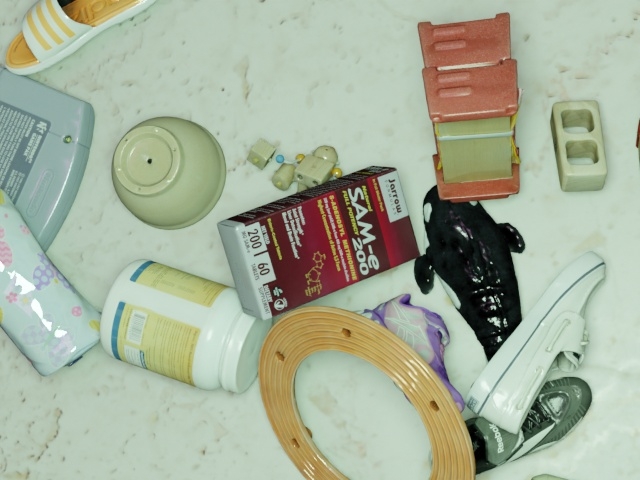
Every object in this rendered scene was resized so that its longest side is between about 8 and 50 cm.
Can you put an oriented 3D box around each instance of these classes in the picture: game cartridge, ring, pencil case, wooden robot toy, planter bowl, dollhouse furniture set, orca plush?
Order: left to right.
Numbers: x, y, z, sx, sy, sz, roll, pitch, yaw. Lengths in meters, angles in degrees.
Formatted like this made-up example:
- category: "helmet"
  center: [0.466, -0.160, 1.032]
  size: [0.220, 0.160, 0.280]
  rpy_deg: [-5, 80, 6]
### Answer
- category: "game cartridge"
  center: [-0.452, -0.090, 1.893]
  size: [0.196, 0.060, 0.294]
  rpy_deg: [24, 88, 19]
- category: "pencil case"
  center: [-0.411, 0.057, 1.793]
  size: [0.124, 0.113, 0.273]
  rpy_deg: [-40, 97, -17]
- category: "planter bowl"
  center: [-0.224, -0.102, 1.812]
  size: [0.162, 0.109, 0.162]
  rpy_deg: [-2, 82, 13]
- category: "wooden robot toy"
  center: [-0.010, -0.099, 1.798]
  size: [0.173, 0.076, 0.079]
  rpy_deg: [23, 53, 15]
- category: "ring"
  center: [0.057, 0.227, 1.640]
  size: [0.337, 0.032, 0.336]
  rpy_deg: [24, 131, 30]
- category: "orca plush"
  center: [0.192, 0.056, 1.697]
  size: [0.151, 0.102, 0.287]
  rpy_deg: [-5, 81, 12]
- category: "dollhouse furniture set"
  center: [0.318, -0.173, 1.643]
  size: [0.374, 0.201, 0.152]
  rpy_deg: [-4, 59, 5]

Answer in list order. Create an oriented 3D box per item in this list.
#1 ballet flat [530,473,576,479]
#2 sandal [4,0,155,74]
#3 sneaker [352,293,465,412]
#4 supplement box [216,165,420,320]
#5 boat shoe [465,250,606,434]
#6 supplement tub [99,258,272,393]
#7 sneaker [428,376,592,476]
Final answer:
- category: "ballet flat"
  center: [0.308, 0.419, 1.636]
  size: [0.086, 0.086, 0.248]
  rpy_deg: [-5, 80, 12]
- category: "sandal"
  center: [-0.355, -0.339, 1.879]
  size: [0.265, 0.076, 0.102]
  rpy_deg: [-30, 50, 3]
- category: "sneaker"
  center: [0.127, 0.140, 1.670]
  size: [0.105, 0.095, 0.236]
  rpy_deg: [-31, 37, -9]
- category: "supplement box"
  center: [0.000, 0.000, 1.688]
  size: [0.239, 0.073, 0.130]
  rpy_deg: [-22, 104, -23]
- category: "boat shoe"
  center: [0.293, 0.129, 1.636]
  size: [0.088, 0.096, 0.267]
  rpy_deg: [35, 65, 19]
- category: "supplement tub"
  center: [-0.180, 0.118, 1.752]
  size: [0.200, 0.144, 0.144]
  rpy_deg: [18, 87, 15]
- category: "sneaker"
  center: [0.240, 0.245, 1.657]
  size: [0.234, 0.106, 0.078]
  rpy_deg: [-28, 78, 8]
